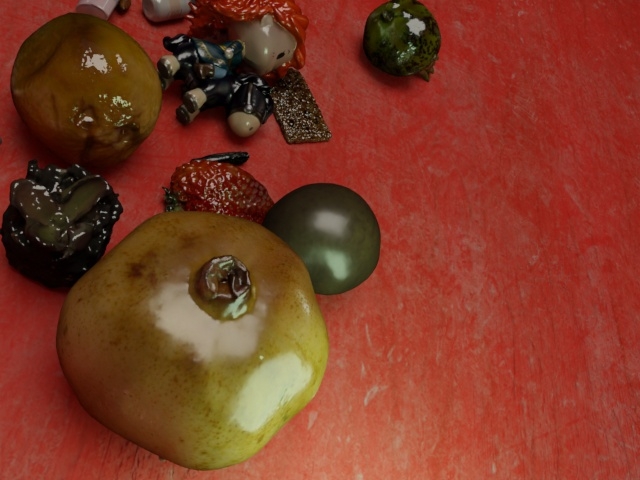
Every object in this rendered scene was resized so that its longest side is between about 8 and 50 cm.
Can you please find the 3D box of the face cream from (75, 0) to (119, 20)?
[{"bbox_3d":[-0.501,-0.599,1.603,0.084,0.057,0.198,11,60,8],"label":"face cream"}]

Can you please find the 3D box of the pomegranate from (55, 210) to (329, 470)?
[{"bbox_3d":[-0.186,0.146,1.053,0.417,0.416,0.416,14,52,-19],"label":"pomegranate"}]

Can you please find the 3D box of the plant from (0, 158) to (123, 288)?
[{"bbox_3d":[-0.441,-0.032,1.145,0.178,0.234,0.204,28,54,-1],"label":"plant"}]

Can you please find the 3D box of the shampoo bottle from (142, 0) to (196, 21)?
[{"bbox_3d":[-0.347,-0.592,1.687,0.192,0.074,0.074,-27,74,-38],"label":"shampoo bottle"}]

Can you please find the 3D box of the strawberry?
[{"bbox_3d":[-0.200,-0.101,1.399,0.236,0.106,0.175,-14,66,-36],"label":"strawberry"}]

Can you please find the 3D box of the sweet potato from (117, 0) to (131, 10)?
[{"bbox_3d":[-0.473,-0.579,1.638,0.034,0.034,0.095,12,46,-21],"label":"sweet potato"}]

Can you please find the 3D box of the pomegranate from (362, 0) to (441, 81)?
[{"bbox_3d":[0.257,-0.564,1.909,0.277,0.204,0.221,2,56,-28],"label":"pomegranate"}]

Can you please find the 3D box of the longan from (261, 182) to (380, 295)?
[{"bbox_3d":[0.000,0.000,1.365,0.248,0.248,0.248,14,52,-19],"label":"longan"}]

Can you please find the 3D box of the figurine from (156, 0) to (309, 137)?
[{"bbox_3d":[-0.198,-0.423,1.569,0.306,0.241,0.411,21,60,-3],"label":"figurine"}]

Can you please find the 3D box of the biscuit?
[{"bbox_3d":[-0.067,-0.342,1.695,0.131,0.026,0.236,-8,63,-34],"label":"biscuit"}]

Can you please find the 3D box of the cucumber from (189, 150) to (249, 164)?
[{"bbox_3d":[-0.220,-0.176,1.490,0.135,0.034,0.033,-13,70,-34],"label":"cucumber"}]

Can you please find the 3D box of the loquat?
[{"bbox_3d":[-0.447,-0.286,1.309,0.276,0.276,0.284,-19,44,-37],"label":"loquat"}]

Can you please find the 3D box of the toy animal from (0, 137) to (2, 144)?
[{"bbox_3d":[-0.779,-0.227,1.185,0.367,0.081,0.205,32,38,-5],"label":"toy animal"}]
